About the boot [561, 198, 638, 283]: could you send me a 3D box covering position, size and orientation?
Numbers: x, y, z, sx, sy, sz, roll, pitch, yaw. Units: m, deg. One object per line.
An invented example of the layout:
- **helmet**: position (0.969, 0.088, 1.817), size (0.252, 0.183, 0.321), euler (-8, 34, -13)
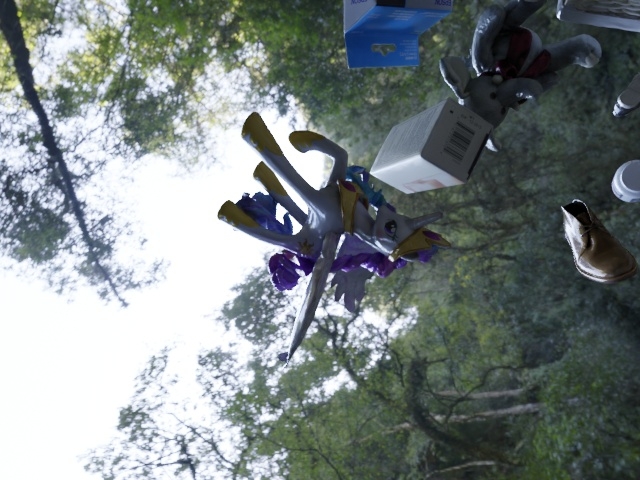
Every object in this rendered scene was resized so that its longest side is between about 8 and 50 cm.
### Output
- **boot**: position (0.656, -0.003, 1.171), size (0.115, 0.112, 0.305), euler (58, -161, -20)

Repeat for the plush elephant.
- **plush elephant**: position (0.416, -0.369, 1.099), size (0.272, 0.330, 0.255), euler (34, -120, -32)

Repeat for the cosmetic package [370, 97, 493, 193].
- **cosmetic package**: position (0.252, -0.212, 1.152), size (0.129, 0.296, 0.153), euler (28, -95, -14)

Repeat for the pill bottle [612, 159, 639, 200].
- **pill bottle**: position (0.875, -0.166, 1.336), size (0.180, 0.108, 0.108), euler (2, -112, -62)

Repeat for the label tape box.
- **label tape box**: position (0.173, -0.560, 1.039), size (0.249, 0.115, 0.347), euler (-16, -68, -35)

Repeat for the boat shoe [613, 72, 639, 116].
- **boat shoe**: position (0.942, -0.438, 1.430), size (0.206, 0.065, 0.075), euler (-37, -114, -17)

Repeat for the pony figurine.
- **pony figurine**: position (0.000, 0.000, 0.830), size (0.363, 0.351, 0.303), euler (36, -141, 12)

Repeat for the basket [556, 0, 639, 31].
- **basket**: position (0.676, -0.616, 0.920), size (0.266, 0.331, 0.328), euler (54, -128, -70)
